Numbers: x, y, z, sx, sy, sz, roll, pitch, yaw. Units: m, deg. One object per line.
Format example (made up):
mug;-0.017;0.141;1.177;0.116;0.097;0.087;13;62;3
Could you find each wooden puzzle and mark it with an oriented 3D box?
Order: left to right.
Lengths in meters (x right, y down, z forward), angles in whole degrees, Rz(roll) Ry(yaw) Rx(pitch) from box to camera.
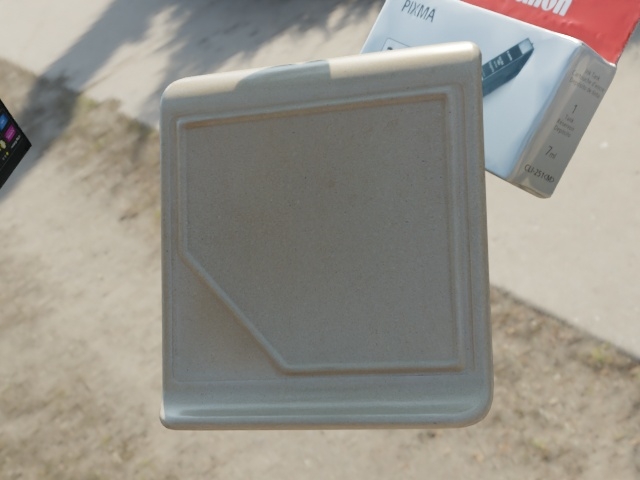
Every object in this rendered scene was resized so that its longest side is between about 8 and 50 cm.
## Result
wooden puzzle;0.000;0.000;0.776;0.221;0.044;0.238;-4;78;22

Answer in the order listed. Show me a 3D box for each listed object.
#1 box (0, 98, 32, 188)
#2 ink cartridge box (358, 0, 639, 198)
box;-0.193;-0.059;0.595;0.062;0.083;0.052;7;53;29
ink cartridge box;0.157;-0.192;1.091;0.275;0.060;0.239;36;102;53
